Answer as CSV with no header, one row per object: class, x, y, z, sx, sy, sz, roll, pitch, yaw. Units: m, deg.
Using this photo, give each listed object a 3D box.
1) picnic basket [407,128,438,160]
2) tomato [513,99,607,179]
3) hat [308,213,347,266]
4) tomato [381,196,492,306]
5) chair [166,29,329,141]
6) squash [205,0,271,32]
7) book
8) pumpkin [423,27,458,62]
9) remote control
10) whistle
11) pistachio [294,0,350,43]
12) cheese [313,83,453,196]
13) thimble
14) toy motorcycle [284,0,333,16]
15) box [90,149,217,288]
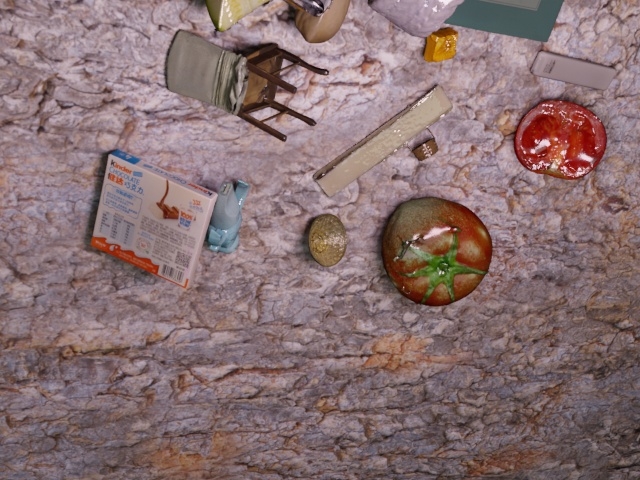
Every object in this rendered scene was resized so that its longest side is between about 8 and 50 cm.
picnic basket,0.265,-0.256,2.059,0.072,0.072,0.083,-31,97,5
tomato,0.640,-0.264,2.109,0.232,0.139,0.201,18,93,15
hat,0.000,0.000,2.152,0.146,0.067,0.146,1,88,-43
tomato,0.308,0.023,2.157,0.303,0.239,0.304,-3,117,-6
chair,-0.167,-0.363,1.788,0.186,0.319,0.160,-38,150,-51
squash,-0.199,-0.606,1.606,0.203,0.111,0.289,-39,135,-19
book,0.430,-0.620,1.863,0.379,0.031,0.264,4,124,-22
pumpkin,0.288,-0.473,1.908,0.083,0.054,0.074,-21,135,-31
remote control,0.666,-0.447,2.074,0.260,0.029,0.067,5,122,-25
whistle,-0.244,-0.052,1.972,0.093,0.186,0.274,21,148,3
pistachio,0.011,-0.523,1.735,0.108,0.126,0.186,26,102,-7
cheese,0.161,-0.252,2.030,0.400,0.034,0.085,-36,124,11
thimble,0.231,-0.571,1.702,0.157,0.217,0.246,31,103,-18
toy motorcycle,-0.074,-0.535,1.570,0.263,0.157,0.091,24,94,-49
box,-0.405,-0.050,1.896,0.273,0.048,0.265,25,120,6
